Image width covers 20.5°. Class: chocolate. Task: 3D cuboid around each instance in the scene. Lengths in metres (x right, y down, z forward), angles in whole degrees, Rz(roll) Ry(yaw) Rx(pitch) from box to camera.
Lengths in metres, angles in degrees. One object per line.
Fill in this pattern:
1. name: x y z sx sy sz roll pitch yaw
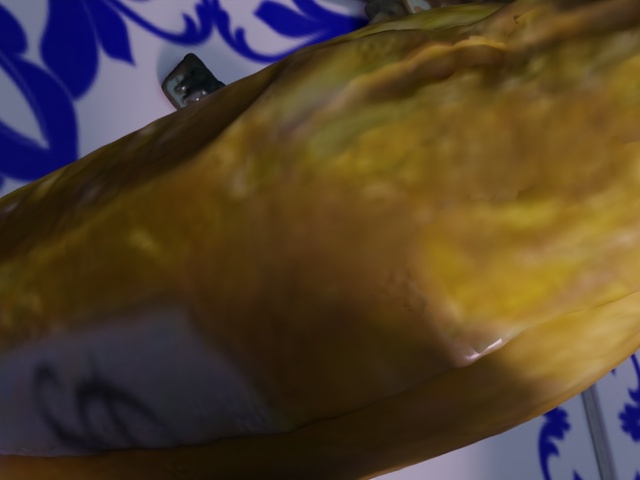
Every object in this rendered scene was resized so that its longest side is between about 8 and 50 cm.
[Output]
1. chocolate: 0.000 0.000 0.576 0.162 0.445 0.162 18 61 -36

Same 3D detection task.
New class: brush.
1. brush: -0.008 -0.018 0.895 0.190 0.027 0.034 51 43 -15

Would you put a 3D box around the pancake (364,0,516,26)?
1. pancake: 0.103 -0.122 1.057 0.222 0.042 0.236 42 44 -21
